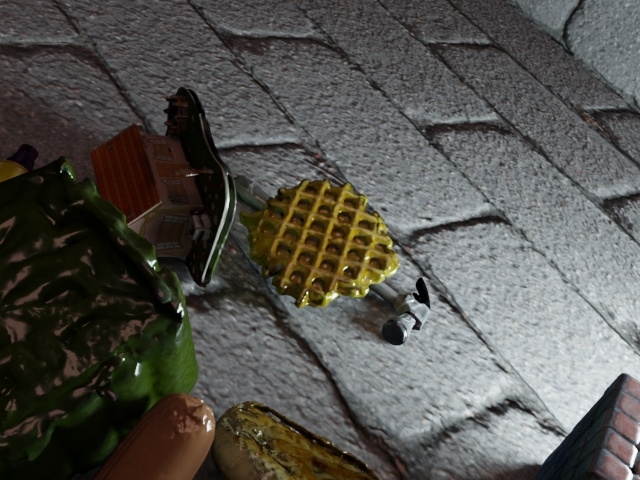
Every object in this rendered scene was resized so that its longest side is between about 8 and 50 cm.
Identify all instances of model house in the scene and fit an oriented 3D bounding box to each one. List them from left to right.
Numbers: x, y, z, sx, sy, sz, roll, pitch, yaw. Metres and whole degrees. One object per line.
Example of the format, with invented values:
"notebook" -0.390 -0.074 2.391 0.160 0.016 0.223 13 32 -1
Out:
"model house" -0.256 -0.091 1.229 0.154 0.207 0.294 -1 45 -28

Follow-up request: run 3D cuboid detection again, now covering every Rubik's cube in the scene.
"Rubik's cube" 0.413 0.368 1.070 0.238 0.237 0.237 37 37 13

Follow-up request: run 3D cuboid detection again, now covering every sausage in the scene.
"sausage" -0.207 0.277 0.807 0.086 0.086 0.289 35 74 11

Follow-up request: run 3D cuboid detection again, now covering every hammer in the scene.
"hammer" 0.006 0.016 1.395 0.427 0.044 0.152 36 37 11

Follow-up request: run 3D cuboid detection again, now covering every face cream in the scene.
"face cream" -0.466 -0.057 1.161 0.078 0.078 0.273 20 38 -10

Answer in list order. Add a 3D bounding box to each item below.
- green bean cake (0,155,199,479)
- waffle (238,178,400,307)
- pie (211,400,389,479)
"green bean cake" -0.330 0.103 0.869 0.319 0.218 0.335 -36 61 -24
"waffle" 0.000 -0.001 1.343 0.245 0.052 0.254 -16 57 -22
"pie" -0.011 0.283 0.972 0.274 0.055 0.274 28 6 -3
